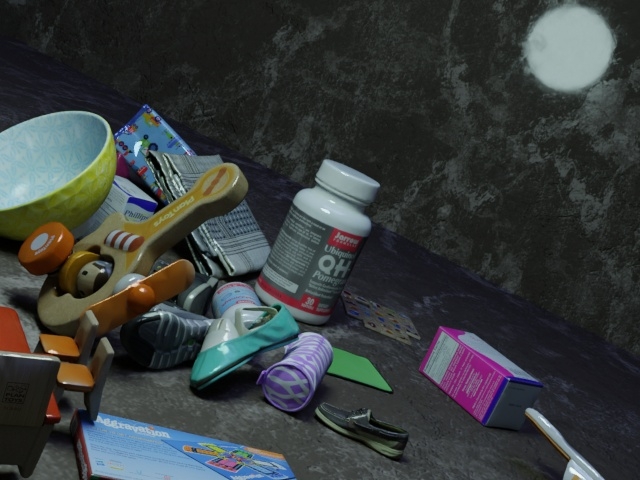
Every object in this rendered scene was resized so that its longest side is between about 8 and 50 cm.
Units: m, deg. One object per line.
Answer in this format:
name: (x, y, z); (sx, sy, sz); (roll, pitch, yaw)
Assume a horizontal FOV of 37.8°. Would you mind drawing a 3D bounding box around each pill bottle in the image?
pill bottle: (-0.137, 0.137, 1.613); (0.087, 0.087, 0.160); (21, 11, -20)
pill bottle: (0.000, 0.000, 1.956); (0.176, 0.318, 0.176); (24, 12, -5)

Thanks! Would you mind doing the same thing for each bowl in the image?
bowl: (-0.480, -0.085, 1.653); (0.289, 0.289, 0.156); (36, -28, 45)

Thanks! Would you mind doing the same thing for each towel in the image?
towel: (-0.227, -0.063, 2.053); (0.312, 0.056, 0.324); (63, 21, 7)

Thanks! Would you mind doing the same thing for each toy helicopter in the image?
toy helicopter: (-0.251, 0.014, 1.333); (0.140, 0.355, 0.235); (54, -1, -37)

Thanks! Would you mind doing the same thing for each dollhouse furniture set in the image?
dollhouse furniture set: (-0.348, 0.125, 0.999); (0.262, 0.135, 0.259); (11, 16, -31)

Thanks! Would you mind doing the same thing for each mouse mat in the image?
mouse mat: (0.037, 0.231, 1.770); (0.189, 0.007, 0.152); (22, 11, -23)

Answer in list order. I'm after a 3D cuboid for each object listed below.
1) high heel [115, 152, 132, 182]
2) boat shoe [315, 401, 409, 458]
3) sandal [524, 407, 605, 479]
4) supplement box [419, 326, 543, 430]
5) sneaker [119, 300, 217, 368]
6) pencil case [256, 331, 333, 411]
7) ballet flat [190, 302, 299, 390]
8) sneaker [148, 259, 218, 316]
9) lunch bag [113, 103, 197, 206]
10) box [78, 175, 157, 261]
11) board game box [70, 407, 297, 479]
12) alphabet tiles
high heel: (-0.481, -0.170, 2.239); (0.082, 0.117, 0.244); (24, 11, -2)
boat shoe: (0.067, 0.285, 1.460); (0.152, 0.049, 0.056); (25, 11, 3)
sandal: (0.431, 0.406, 1.615); (0.265, 0.076, 0.102); (47, 0, 34)
supplement box: (0.321, 0.277, 1.900); (0.111, 0.114, 0.220); (15, 15, -38)
sneaker: (-0.255, 0.135, 1.425); (0.132, 0.086, 0.228); (21, 2, 30)
pencil case: (-0.035, 0.206, 1.511); (0.088, 0.086, 0.206); (30, 11, 4)
ballet flat: (-0.127, 0.152, 1.441); (0.247, 0.083, 0.087); (-21, 86, -53)
sneaker: (-0.254, 0.093, 1.630); (0.118, 0.083, 0.222); (19, 3, 0)
lunch bag: (-0.379, -0.184, 2.338); (0.221, 0.138, 0.293); (47, -3, 7)
box: (-0.389, -0.041, 1.772); (0.072, 0.137, 0.126); (14, 15, -47)
board game box: (-0.149, 0.272, 1.101); (0.281, 0.027, 0.145); (19, 13, -26)
alphabet tiles: (0.143, 0.185, 2.223); (0.198, 0.009, 0.237); (23, 11, -10)
